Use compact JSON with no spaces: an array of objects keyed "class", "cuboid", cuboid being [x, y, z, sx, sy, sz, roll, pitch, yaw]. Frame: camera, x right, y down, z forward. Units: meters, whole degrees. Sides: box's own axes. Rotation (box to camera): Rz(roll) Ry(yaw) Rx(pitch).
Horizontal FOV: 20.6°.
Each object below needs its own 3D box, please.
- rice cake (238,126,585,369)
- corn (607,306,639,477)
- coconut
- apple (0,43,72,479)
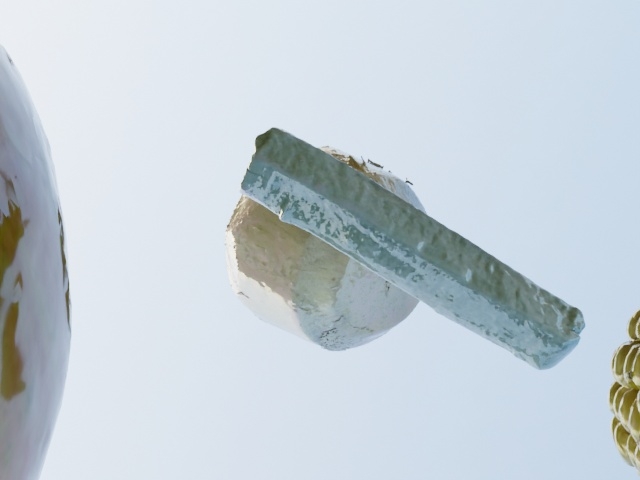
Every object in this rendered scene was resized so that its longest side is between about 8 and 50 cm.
[{"class":"rice cake","cuboid":[0.040,0.004,0.791,0.029,0.171,0.033,-60,-179,-39]},{"class":"corn","cuboid":[0.136,0.052,0.363,0.081,0.081,0.248,-38,-167,-6]},{"class":"coconut","cuboid":[0.000,0.000,1.495,0.171,0.171,0.183,-46,-135,-16]},{"class":"apple","cuboid":[-0.228,0.053,0.744,0.309,0.252,0.314,-43,-160,35]}]
